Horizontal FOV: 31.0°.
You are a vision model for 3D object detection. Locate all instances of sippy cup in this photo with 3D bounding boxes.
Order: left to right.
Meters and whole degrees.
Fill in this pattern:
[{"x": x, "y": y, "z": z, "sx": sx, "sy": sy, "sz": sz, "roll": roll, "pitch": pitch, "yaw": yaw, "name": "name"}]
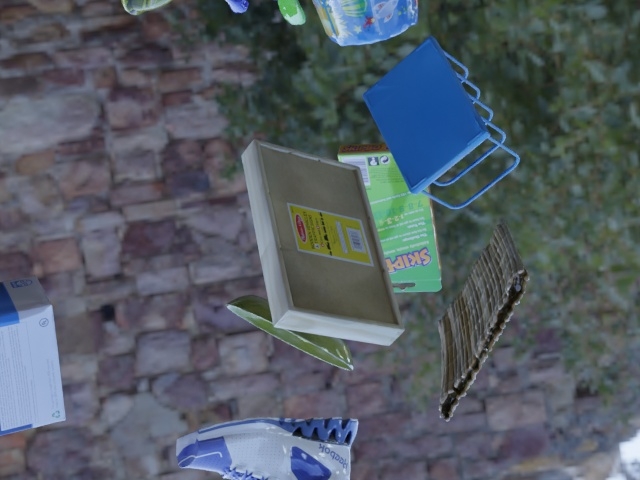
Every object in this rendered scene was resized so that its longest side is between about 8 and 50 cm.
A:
[{"x": 0.069, "y": -0.469, "z": 2.015, "sx": 0.305, "sy": 0.224, "sz": 0.240, "roll": -15, "pitch": -155, "yaw": 1, "name": "sippy cup"}]

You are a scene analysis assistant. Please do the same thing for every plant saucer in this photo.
[{"x": -0.045, "y": 0.148, "z": 1.938, "sx": 0.241, "sy": 0.037, "sz": 0.241, "roll": 27, "pitch": 171, "yaw": 5, "name": "plant saucer"}]

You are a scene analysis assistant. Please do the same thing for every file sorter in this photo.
[{"x": 0.152, "y": -0.142, "z": 1.440, "sx": 0.118, "sy": 0.170, "sz": 0.104, "roll": -39, "pitch": 143, "yaw": 22, "name": "file sorter"}]

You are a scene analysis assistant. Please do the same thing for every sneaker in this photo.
[{"x": -0.070, "y": 0.388, "z": 1.913, "sx": 0.315, "sy": 0.182, "sz": 0.127, "roll": 2, "pitch": 163, "yaw": -26, "name": "sneaker"}]

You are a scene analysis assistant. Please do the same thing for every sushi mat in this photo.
[{"x": 0.155, "y": 0.067, "z": 1.146, "sx": 0.019, "sy": 0.151, "sz": 0.316, "roll": 29, "pitch": -170, "yaw": 1, "name": "sushi mat"}]

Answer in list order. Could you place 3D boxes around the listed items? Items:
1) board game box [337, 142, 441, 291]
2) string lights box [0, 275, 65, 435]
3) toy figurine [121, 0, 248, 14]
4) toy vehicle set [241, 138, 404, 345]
[{"x": 0.108, "y": -0.029, "z": 1.726, "sx": 0.124, "sy": 0.259, "sz": 0.039, "roll": -2, "pitch": -146, "yaw": 14, "name": "board game box"}, {"x": -0.382, "y": 0.129, "z": 1.090, "sx": 0.259, "sy": 0.133, "sz": 0.077, "roll": -11, "pitch": -153, "yaw": -23, "name": "string lights box"}, {"x": -0.104, "y": -0.415, "z": 1.601, "sx": 0.217, "sy": 0.191, "sz": 0.362, "roll": 22, "pitch": -143, "yaw": 5, "name": "toy figurine"}, {"x": 0.000, "y": 0.000, "z": 1.429, "sx": 0.166, "sy": 0.267, "sz": 0.035, "roll": 13, "pitch": 136, "yaw": -31, "name": "toy vehicle set"}]
